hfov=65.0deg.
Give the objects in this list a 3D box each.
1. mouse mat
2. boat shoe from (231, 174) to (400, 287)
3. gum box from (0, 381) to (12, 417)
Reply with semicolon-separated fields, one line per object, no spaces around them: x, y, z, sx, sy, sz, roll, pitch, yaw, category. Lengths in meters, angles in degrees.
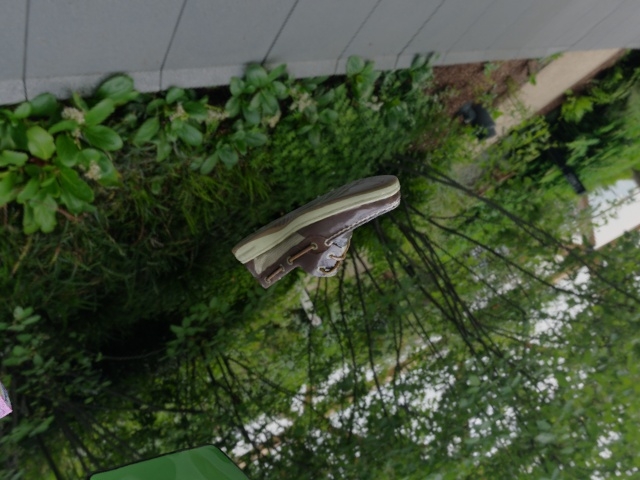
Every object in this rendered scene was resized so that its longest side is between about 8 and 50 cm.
-0.097;0.240;0.441;0.007;0.152;0.189;-58;155;1;mouse mat
0.000;0.000;0.831;0.341;0.123;0.123;-24;-171;33;boat shoe
-0.618;0.272;0.798;0.188;0.062;0.107;-27;127;-26;gum box
